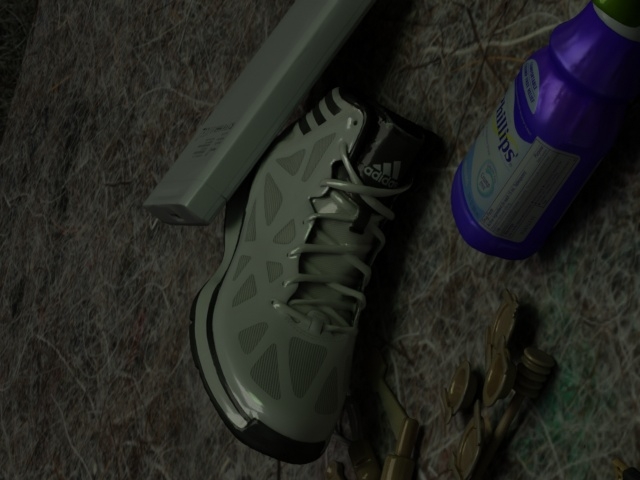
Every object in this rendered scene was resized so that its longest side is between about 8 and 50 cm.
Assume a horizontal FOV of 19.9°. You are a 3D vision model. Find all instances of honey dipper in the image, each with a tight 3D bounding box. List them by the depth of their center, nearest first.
[{"bbox_3d":[0.165,0.171,1.646,0.161,0.030,0.030,-67,26,21],"label":"honey dipper"}]

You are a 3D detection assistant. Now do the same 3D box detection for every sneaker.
[{"bbox_3d":[-0.001,-0.001,1.881,0.257,0.169,0.447,-51,25,37],"label":"sneaker"}]

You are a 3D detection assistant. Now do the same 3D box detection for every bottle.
[{"bbox_3d":[0.212,-0.109,1.616,0.118,0.092,0.283,-94,25,-44],"label":"bottle"}]

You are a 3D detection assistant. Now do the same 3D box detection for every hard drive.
[{"bbox_3d":[-0.064,-0.169,2.104,0.353,0.047,0.233,-54,14,-9],"label":"hard drive"}]

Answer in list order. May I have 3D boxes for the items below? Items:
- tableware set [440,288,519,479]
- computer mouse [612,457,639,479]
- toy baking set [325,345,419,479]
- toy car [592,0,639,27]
[{"bbox_3d":[0.147,0.132,1.667,0.141,0.020,0.169,-89,19,-59],"label":"tableware set"},{"bbox_3d":[0.194,0.252,1.499,0.184,0.060,0.262,-68,27,10],"label":"computer mouse"},{"bbox_3d":[0.037,0.234,1.846,0.197,0.030,0.256,7,80,64],"label":"toy baking set"},{"bbox_3d":[0.264,-0.220,1.380,0.149,0.188,0.155,42,113,24],"label":"toy car"}]
